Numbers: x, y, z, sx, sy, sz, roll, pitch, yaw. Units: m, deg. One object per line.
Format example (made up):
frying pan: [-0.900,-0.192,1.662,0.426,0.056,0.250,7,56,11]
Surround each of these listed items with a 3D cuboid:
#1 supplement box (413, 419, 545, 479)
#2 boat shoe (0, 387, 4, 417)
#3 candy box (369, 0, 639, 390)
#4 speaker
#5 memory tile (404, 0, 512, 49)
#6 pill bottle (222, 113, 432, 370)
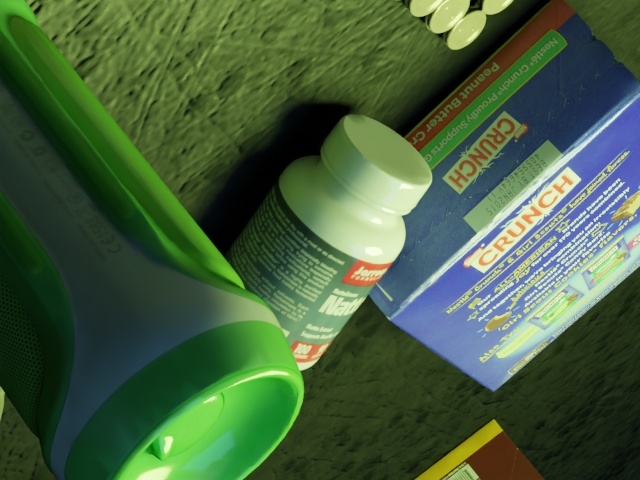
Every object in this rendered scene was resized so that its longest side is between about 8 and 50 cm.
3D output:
supplement box: [0.203,0.364,1.876,0.191,0.194,0.129,-36,154,-8]
boat shoe: [-0.251,0.145,0.904,0.109,0.091,0.305,-11,132,-38]
candy box: [0.174,-0.023,1.322,0.268,0.122,0.317,-41,155,5]
speaker: [-0.135,-0.008,0.744,0.131,0.296,0.131,-31,152,-18]
memory tile: [0.108,-0.197,1.091,0.113,0.012,0.148,-45,153,10]
pill bottle: [0.000,0.000,1.146,0.108,0.108,0.180,-1,134,-52]
